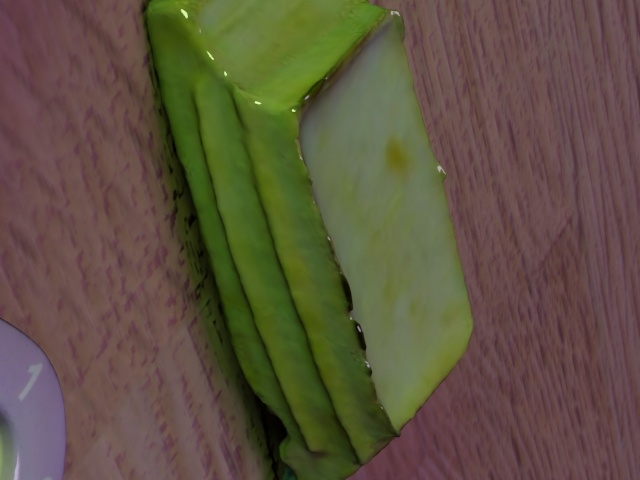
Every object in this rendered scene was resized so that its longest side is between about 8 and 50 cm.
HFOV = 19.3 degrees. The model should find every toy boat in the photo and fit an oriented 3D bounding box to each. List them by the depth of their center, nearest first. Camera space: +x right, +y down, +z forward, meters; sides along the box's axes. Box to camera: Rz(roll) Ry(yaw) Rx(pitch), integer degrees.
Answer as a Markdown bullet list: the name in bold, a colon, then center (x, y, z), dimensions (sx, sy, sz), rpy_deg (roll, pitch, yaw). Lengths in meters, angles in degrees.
- **toy boat**: center (0.005, 0.002, 0.813), dimensions (0.111, 0.084, 0.276), rpy_deg (-49, 139, -42)

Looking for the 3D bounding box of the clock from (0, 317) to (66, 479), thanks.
- **clock**: center (-0.164, 0.071, 0.570), dimensions (0.172, 0.064, 0.198), rpy_deg (-60, 146, -27)
